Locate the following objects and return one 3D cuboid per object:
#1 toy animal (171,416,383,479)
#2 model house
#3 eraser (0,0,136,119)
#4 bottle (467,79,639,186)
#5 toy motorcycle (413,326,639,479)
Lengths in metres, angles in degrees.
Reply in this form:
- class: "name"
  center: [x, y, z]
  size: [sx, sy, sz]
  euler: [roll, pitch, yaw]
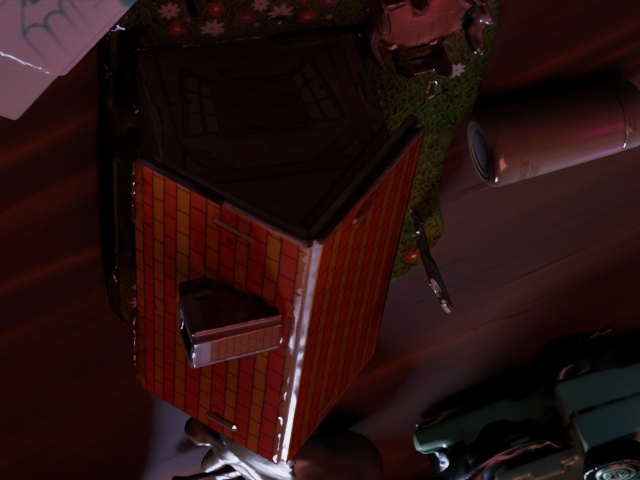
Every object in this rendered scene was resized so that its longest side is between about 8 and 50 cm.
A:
- class: "toy animal"
  center: [-0.027, 0.151, 0.947]
  size: [0.186, 0.093, 0.214]
  euler: [-36, 150, 31]
- class: "model house"
  center: [-0.001, -0.001, 0.677]
  size: [0.207, 0.154, 0.294]
  euler: [-8, 144, -13]
- class: "eraser"
  center: [-0.094, -0.144, 0.520]
  size: [0.225, 0.052, 0.095]
  euler: [-40, 143, 26]
- class: "bottle"
  center: [0.135, -0.061, 0.751]
  size: [0.096, 0.045, 0.045]
  euler: [-14, 146, -9]
- class: "toy motorcycle"
  center: [0.242, 0.158, 1.051]
  size: [0.331, 0.125, 0.196]
  euler: [-20, 145, -6]
